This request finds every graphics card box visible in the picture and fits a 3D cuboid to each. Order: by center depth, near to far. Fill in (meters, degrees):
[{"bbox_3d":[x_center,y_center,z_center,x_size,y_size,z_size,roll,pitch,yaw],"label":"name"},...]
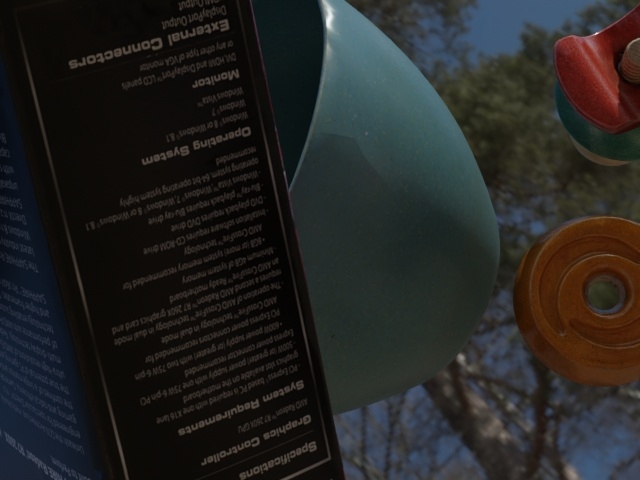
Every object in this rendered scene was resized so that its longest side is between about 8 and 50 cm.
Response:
[{"bbox_3d":[-0.110,-0.060,0.544,0.094,0.233,0.370,-20,-73,-26],"label":"graphics card box"}]

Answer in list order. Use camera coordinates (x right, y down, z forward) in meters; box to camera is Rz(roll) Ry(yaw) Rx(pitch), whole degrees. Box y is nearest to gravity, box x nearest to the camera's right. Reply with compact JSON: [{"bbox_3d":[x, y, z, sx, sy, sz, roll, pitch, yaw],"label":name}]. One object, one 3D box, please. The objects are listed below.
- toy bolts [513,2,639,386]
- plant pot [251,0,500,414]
[{"bbox_3d":[0.200,-0.020,0.912,0.218,0.228,0.158,-24,-14,-2],"label":"toy bolts"},{"bbox_3d":[0.000,0.000,0.958,0.195,0.290,0.290,25,-79,-25],"label":"plant pot"}]
